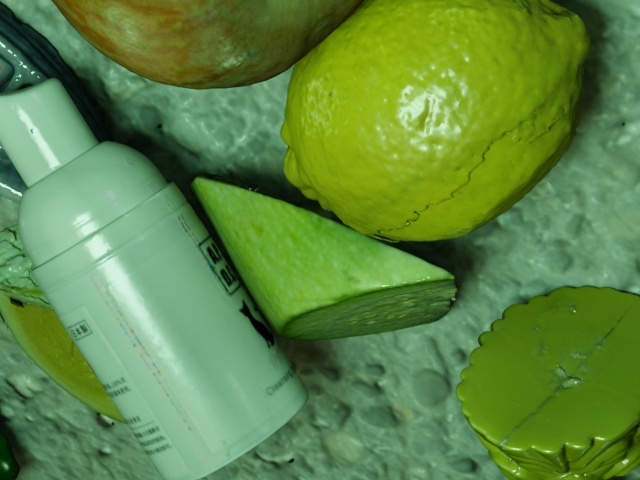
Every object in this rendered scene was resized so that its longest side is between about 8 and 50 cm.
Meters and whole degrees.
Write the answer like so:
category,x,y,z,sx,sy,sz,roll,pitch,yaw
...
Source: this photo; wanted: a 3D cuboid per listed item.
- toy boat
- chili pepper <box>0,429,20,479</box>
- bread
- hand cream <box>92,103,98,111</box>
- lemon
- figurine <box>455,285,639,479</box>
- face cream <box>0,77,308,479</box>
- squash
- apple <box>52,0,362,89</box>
category,x,y,z,sx,sy,sz,roll,pitch,yaw
toy boat,-0.286,-0.123,1.416,0.283,0.078,0.127,40,110,-9
chili pepper,-0.450,0.222,1.719,0.261,0.165,0.174,0,136,27
bread,-0.190,0.070,1.503,0.261,0.158,0.156,46,141,-11
hand cream,-0.281,-0.093,1.489,0.076,0.047,0.174,44,120,-10
lemon,0.081,-0.102,1.212,0.260,0.204,0.204,-29,109,28
figurine,0.221,0.214,1.414,0.168,0.187,0.315,4,134,17
face cream,-0.164,0.013,1.344,0.145,0.145,0.370,-26,99,36
squash,0.000,0.000,1.355,0.204,0.155,0.237,-10,166,-1
apple,-0.082,-0.271,1.110,0.301,0.301,0.302,12,128,16
